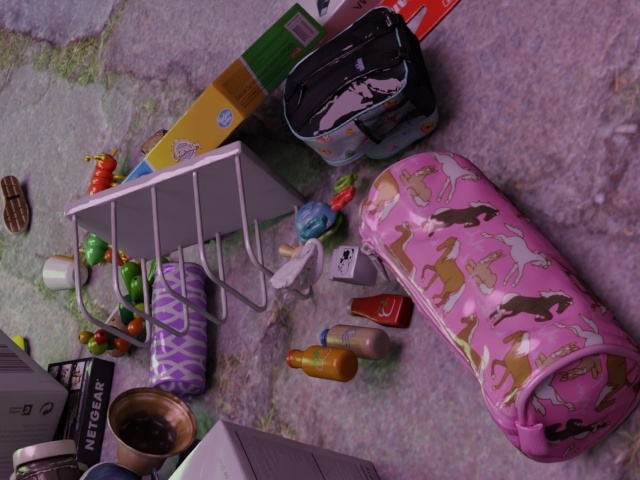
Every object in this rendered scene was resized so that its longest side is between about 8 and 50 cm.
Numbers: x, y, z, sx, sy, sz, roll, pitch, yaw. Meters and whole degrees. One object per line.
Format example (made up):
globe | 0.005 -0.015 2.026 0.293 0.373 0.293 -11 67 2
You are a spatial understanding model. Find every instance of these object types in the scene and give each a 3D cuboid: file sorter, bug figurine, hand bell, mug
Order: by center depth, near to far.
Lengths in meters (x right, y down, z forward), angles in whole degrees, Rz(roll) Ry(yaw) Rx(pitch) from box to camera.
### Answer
file sorter | -0.177 0.018 1.697 0.277 0.193 0.173 -18 62 20
hand bell | -0.267 0.337 1.780 0.126 0.126 0.242 64 142 43
bug figurine | -0.314 -0.064 2.046 0.279 0.072 0.216 -6 69 47
mug | -0.430 0.049 2.138 0.064 0.062 0.078 3 82 41

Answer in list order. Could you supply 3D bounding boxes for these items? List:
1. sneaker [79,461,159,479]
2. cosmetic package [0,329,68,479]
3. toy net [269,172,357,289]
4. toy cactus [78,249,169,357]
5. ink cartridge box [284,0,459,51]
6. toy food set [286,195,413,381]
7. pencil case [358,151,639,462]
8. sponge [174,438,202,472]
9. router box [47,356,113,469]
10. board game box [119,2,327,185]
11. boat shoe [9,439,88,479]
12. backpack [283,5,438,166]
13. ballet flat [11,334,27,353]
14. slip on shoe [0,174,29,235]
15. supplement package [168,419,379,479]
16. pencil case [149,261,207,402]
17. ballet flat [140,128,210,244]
sneaker | -0.246 0.450 1.664 0.236 0.130 0.323 -150 45 -70
cosmetic package | -0.591 0.389 2.008 0.230 0.161 0.453 30 106 40
toy net | 0.000 0.000 1.600 0.122 0.045 0.232 -32 20 25
toy cactus | -0.306 0.114 1.913 0.180 0.112 0.219 116 175 -45
ink cartridge box | 0.077 -0.356 1.746 0.275 0.060 0.239 -44 44 26
toy food set | 0.042 0.062 1.549 0.104 0.111 0.232 2 77 49
pencil case | 0.187 0.061 1.349 0.167 0.160 0.386 -53 42 16
sponge | -0.173 0.382 1.712 0.117 0.031 0.210 4 77 50
router box | -0.399 0.282 2.003 0.133 0.046 0.179 -13 64 45
board game box | -0.147 -0.173 1.766 0.316 0.064 0.242 -40 9 45
boat shoe | -0.389 0.371 1.823 0.324 0.116 0.097 116 141 -67
backpack | 0.051 -0.188 1.623 0.188 0.144 0.166 -25 53 17
ballet flat | -0.569 0.271 2.178 0.077 0.077 0.231 -12 64 47
slip on shoe | -0.584 -0.061 2.380 0.041 0.051 0.135 97 155 -55
supplement package | -0.040 0.320 1.419 0.134 0.244 0.139 -50 41 20
pencil case | -0.205 0.133 1.828 0.086 0.088 0.206 -4 65 8
ballet flat | -0.227 -0.073 1.923 0.067 0.073 0.206 -25 65 8
